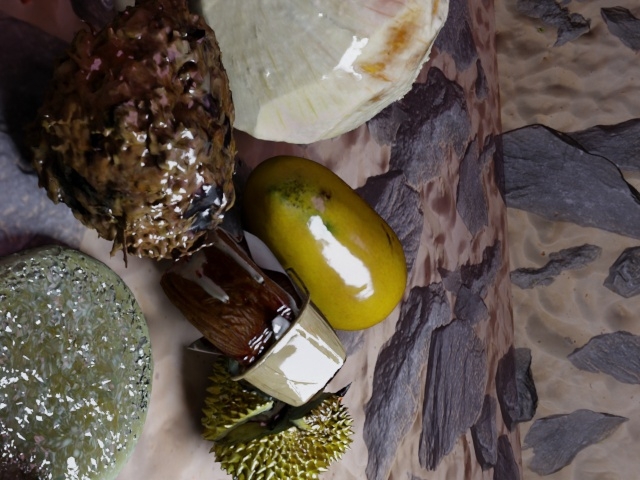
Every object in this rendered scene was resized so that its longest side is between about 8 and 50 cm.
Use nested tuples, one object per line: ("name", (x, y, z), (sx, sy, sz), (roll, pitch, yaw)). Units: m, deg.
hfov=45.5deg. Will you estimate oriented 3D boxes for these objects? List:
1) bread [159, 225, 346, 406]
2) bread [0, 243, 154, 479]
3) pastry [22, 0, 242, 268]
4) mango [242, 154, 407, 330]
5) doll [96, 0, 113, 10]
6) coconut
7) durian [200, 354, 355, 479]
("bread", (-0.081, 0.084, 0.877), (0.212, 0.142, 0.224), (40, 1, -12))
("bread", (-0.247, 0.130, 0.727), (0.267, 0.041, 0.266), (20, 67, -60))
("pastry", (-0.184, -0.111, 0.763), (0.275, 0.193, 0.274), (-7, 90, -88))
("mango", (0.000, 0.000, 1.043), (0.173, 0.211, 0.317), (-44, 135, -8))
("doll", (-0.252, -0.351, 0.788), (0.114, 0.057, 0.227), (-42, 118, -63))
("coconut", (-0.016, -0.312, 0.920), (0.415, 0.345, 0.415), (-7, 90, -66))
("durian", (-0.053, 0.234, 0.955), (0.237, 0.194, 0.137), (13, 98, -51))
